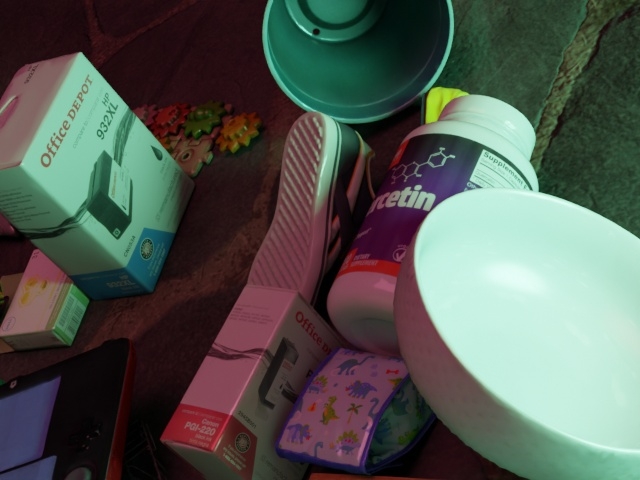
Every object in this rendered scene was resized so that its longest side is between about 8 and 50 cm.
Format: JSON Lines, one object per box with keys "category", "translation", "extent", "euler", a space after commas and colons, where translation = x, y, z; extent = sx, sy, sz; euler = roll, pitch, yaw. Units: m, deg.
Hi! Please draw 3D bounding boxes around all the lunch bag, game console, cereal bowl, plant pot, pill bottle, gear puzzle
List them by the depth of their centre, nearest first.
{"category": "cereal bowl", "translation": [0.219, 0.109, 1.068], "extent": [0.339, 0.339, 0.141], "euler": [-99, 26, -46]}
{"category": "lunch bag", "translation": [0.039, 0.200, 1.213], "extent": [0.129, 0.096, 0.151], "euler": [1, 31, 40]}
{"category": "pill bottle", "translation": [0.145, -0.013, 1.286], "extent": [0.181, 0.181, 0.323], "euler": [3, 54, 38]}
{"category": "game console", "translation": [-0.406, 0.307, 1.350], "extent": [0.386, 0.060, 0.342], "euler": [-21, 44, 20]}
{"category": "plant pot", "translation": [0.038, -0.346, 1.635], "extent": [0.271, 0.271, 0.255], "euler": [-31, 26, 8]}
{"category": "gear puzzle", "translation": [-0.240, -0.174, 1.823], "extent": [0.339, 0.044, 0.175], "euler": [2, 54, 37]}

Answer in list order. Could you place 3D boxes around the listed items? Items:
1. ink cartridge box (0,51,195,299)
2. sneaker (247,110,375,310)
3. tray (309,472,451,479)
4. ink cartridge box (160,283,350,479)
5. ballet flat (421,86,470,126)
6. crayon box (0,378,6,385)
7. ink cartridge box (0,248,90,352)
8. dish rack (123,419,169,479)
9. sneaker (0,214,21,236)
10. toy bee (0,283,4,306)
{"category": "ink cartridge box", "translation": [-0.348, -0.091, 1.621], "extent": [0.129, 0.307, 0.223], "euler": [-7, 49, 32]}
{"category": "sneaker", "translation": [0.000, 0.000, 1.440], "extent": [0.126, 0.127, 0.321], "euler": [11, 84, 49]}
{"category": "tray", "translation": [0.148, 0.339, 1.040], "extent": [0.411, 0.076, 0.203], "euler": [-5, 50, 34]}
{"category": "ink cartridge box", "translation": [-0.064, 0.183, 1.272], "extent": [0.092, 0.158, 0.218], "euler": [2, 54, 39]}
{"category": "ballet flat", "translation": [0.165, -0.123, 1.465], "extent": [0.077, 0.077, 0.231], "euler": [1, 49, 16]}
{"category": "crayon box", "translation": [-0.488, 0.336, 1.498], "extent": [0.165, 0.081, 0.278], "euler": [-32, 40, 7]}
{"category": "ink cartridge box", "translation": [-0.469, 0.096, 1.734], "extent": [0.235, 0.056, 0.171], "euler": [-8, 49, 28]}
{"category": "dish rack", "translation": [-0.252, 0.355, 1.320], "extent": [0.208, 0.074, 0.271], "euler": [-36, 38, 1]}
{"category": "sneaker", "translation": [-0.503, -0.099, 1.930], "extent": [0.132, 0.086, 0.229], "euler": [11, 70, 36]}
{"category": "toy bee", "translation": [-0.634, 0.115, 1.756], "extent": [0.298, 0.162, 0.195], "euler": [-1, 76, 11]}
